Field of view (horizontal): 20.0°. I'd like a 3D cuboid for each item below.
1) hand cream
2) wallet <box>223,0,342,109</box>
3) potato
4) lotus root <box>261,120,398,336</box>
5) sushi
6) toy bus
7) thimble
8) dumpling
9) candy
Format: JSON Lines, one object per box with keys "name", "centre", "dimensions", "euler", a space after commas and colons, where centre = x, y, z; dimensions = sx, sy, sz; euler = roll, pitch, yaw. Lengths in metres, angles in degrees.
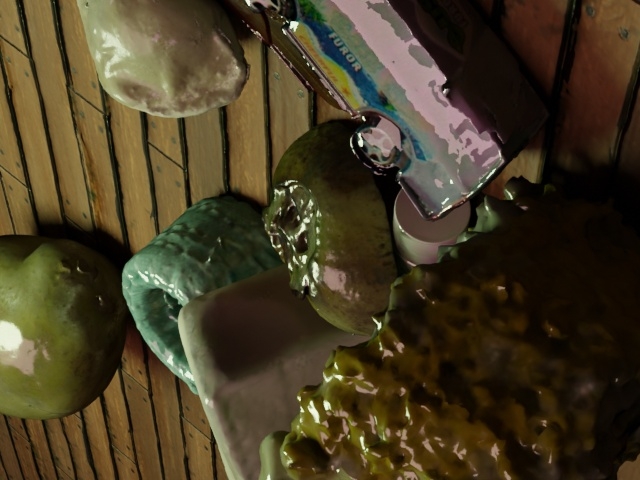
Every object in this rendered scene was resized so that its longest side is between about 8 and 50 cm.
{"name": "hand cream", "centre": [0.092, 0.040, 1.712], "dimensions": [0.111, 0.070, 0.312], "euler": [44, 160, 20]}
{"name": "wallet", "centre": [-0.047, -0.218, 1.578], "dimensions": [0.255, 0.031, 0.137], "euler": [49, 156, -4]}
{"name": "potato", "centre": [-0.375, 0.114, 2.379], "dimensions": [0.326, 0.221, 0.243], "euler": [7, 91, 54]}
{"name": "lotus root", "centre": [-0.001, -0.004, 1.670], "dimensions": [0.183, 0.078, 0.204], "euler": [-174, 74, -70]}
{"name": "sushi", "centre": [0.130, 0.148, 1.459], "dimensions": [0.240, 0.351, 0.396], "euler": [41, 157, 12]}
{"name": "toy bus", "centre": [0.047, -0.171, 1.417], "dimensions": [0.317, 0.112, 0.138], "euler": [50, 145, -9]}
{"name": "thimble", "centre": [-0.106, 0.063, 1.971], "dimensions": [0.198, 0.143, 0.235], "euler": [37, 155, 17]}
{"name": "dumpling", "centre": [-0.155, -0.189, 1.681], "dimensions": [0.136, 0.118, 0.199], "euler": [-45, 73, 24]}
{"name": "candy", "centre": [-0.012, 0.186, 1.875], "dimensions": [0.359, 0.208, 0.145], "euler": [75, 167, -47]}
